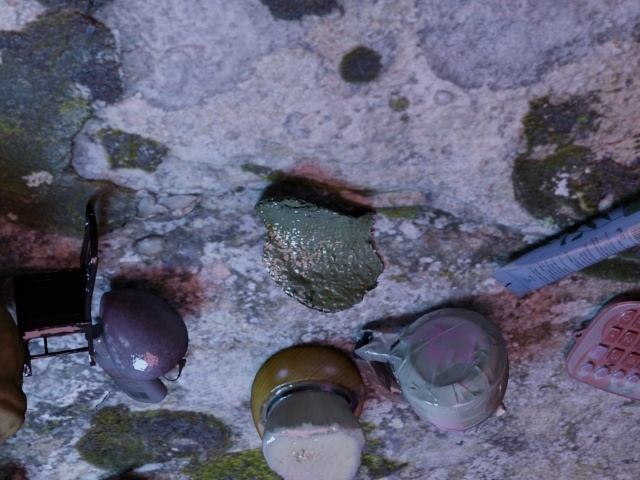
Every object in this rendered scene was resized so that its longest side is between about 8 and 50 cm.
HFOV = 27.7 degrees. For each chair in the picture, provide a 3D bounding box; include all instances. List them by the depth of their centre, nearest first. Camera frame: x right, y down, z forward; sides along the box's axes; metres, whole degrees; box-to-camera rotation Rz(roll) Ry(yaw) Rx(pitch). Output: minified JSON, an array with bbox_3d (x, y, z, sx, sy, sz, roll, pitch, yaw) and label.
[{"bbox_3d":[-0.352,0.064,1.729,0.113,0.106,0.229,-6,135,-13],"label":"chair"}]

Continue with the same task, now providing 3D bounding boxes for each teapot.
[{"bbox_3d":[0.171,0.214,1.921,0.222,0.163,0.178,-12,143,4],"label":"teapot"}]

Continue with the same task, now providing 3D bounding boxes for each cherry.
[{"bbox_3d":[-0.247,0.125,1.835,0.148,0.188,0.115,28,103,-3],"label":"cherry"}]

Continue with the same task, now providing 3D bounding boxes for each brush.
[{"bbox_3d":[-0.019,0.299,1.979,0.174,0.166,0.266,0,138,-8],"label":"brush"}]

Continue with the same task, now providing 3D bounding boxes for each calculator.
[{"bbox_3d":[0.537,0.170,2.011,0.330,0.048,0.220,13,133,-17],"label":"calculator"}]

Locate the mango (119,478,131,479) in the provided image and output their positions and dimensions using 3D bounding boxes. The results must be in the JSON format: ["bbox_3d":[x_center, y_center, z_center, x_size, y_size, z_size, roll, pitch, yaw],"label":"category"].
[{"bbox_3d":[-0.353,0.529,2.156,0.177,0.119,0.316,20,109,-9],"label":"mango"}]

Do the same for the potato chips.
[{"bbox_3d":[0.000,0.005,1.757,0.167,0.059,0.228,-16,131,0],"label":"potato chips"}]

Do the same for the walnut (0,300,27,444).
[{"bbox_3d":[-0.525,0.178,1.652,0.344,0.306,0.306,3,153,49],"label":"walnut"}]

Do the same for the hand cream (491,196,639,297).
[{"bbox_3d":[0.374,0.006,1.814,0.271,0.058,0.091,-28,144,25],"label":"hand cream"}]

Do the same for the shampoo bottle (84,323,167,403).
[{"bbox_3d":[-0.290,0.180,1.895,0.080,0.040,0.165,7,145,35],"label":"shampoo bottle"}]
